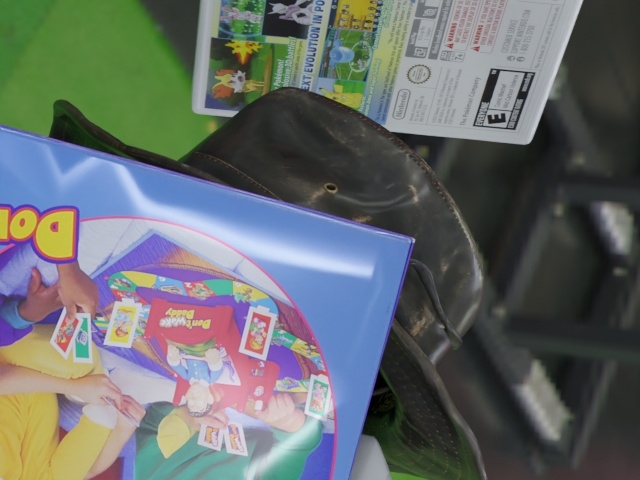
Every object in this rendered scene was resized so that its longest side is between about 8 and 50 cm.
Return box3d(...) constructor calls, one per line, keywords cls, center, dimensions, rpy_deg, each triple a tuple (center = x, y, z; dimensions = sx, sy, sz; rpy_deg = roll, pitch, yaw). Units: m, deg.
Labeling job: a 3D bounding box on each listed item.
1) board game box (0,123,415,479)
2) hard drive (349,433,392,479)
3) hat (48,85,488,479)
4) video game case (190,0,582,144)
box3d(cls="board game box", center=(-0.159, 0.065, 0.781), dimensions=(0.347, 0.078, 0.233), rpy_deg=(16, 88, -14))
box3d(cls="hard drive", center=(-0.109, 0.230, 0.969), dimensions=(0.353, 0.233, 0.047), rpy_deg=(-63, 135, -59))
box3d(cls="hat", center=(0.000, 0.000, 1.088), dimensions=(0.134, 0.331, 0.331), rpy_deg=(-49, 138, -15))
box3d(cls="video game case", center=(0.055, -0.194, 1.490), dimensions=(0.329, 0.300, 0.036), rpy_deg=(102, -8, -58))
